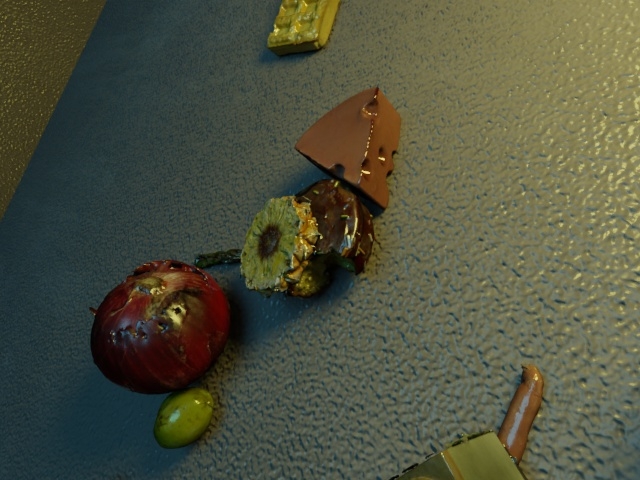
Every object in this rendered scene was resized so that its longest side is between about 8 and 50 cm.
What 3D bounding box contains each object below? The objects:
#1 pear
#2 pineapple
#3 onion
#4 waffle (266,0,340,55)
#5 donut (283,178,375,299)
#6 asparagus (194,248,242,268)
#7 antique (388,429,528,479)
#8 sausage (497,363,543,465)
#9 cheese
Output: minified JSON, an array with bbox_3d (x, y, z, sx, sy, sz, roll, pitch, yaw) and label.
[{"bbox_3d":[-0.271,0.349,0.902,0.131,0.107,0.107,-36,53,9],"label":"pear"},{"bbox_3d":[-0.085,0.005,0.833,0.221,0.047,0.221,-27,52,39],"label":"pineapple"},{"bbox_3d":[-0.312,0.177,0.922,0.276,0.276,0.276,-15,63,30],"label":"onion"},{"bbox_3d":[-0.027,-0.603,1.167,0.168,0.057,0.274,9,76,37],"label":"waffle"},{"bbox_3d":[0.000,-0.001,0.854,0.230,0.096,0.216,-45,42,22],"label":"donut"},{"bbox_3d":[-0.231,0.041,1.054,0.165,0.030,0.036,-8,42,35],"label":"asparagus"},{"bbox_3d":[0.165,0.334,0.546,0.147,0.147,0.152,-53,50,33],"label":"antique"},{"bbox_3d":[0.262,0.242,0.610,0.042,0.036,0.158,19,81,31],"label":"sausage"},{"bbox_3d":[0.079,-0.192,0.868,0.203,0.128,0.177,38,95,41],"label":"cheese"}]
